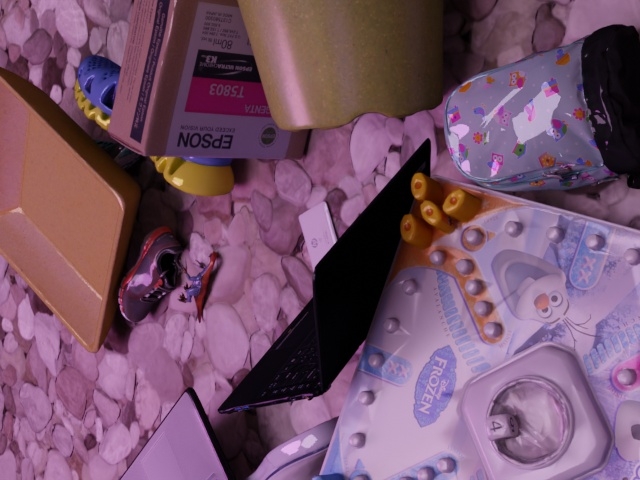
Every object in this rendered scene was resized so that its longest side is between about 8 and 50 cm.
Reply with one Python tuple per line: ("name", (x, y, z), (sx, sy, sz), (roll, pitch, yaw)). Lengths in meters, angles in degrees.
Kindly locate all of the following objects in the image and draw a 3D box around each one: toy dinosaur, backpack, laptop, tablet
("toy dinosaur", (-0.159, 0.054, 1.496), (0.082, 0.047, 0.090), (-31, 103, 34))
("backpack", (0.207, -0.113, 1.011), (0.182, 0.115, 0.152), (-13, 78, 38))
("laptop", (0.002, 0.043, 1.141), (0.264, 0.234, 0.136), (-18, 112, 46))
("tablet", (0.000, 0.000, 1.329), (0.054, 0.006, 0.083), (-29, 71, 45))
("laptop", (-0.236, 0.468, 1.388), (0.408, 0.236, 0.382), (63, 144, 20))

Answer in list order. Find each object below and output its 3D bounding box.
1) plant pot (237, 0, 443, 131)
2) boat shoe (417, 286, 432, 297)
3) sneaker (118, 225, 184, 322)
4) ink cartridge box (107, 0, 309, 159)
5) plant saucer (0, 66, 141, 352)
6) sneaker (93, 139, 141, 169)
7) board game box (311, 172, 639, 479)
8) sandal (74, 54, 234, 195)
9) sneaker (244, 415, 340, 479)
("plant pot", (0.022, -0.250, 1.130), (0.276, 0.276, 0.254), (3, 105, 47))
("boat shoe", (0.171, 0.162, 1.084), (0.116, 0.099, 0.319), (-49, 58, 37))
("sneaker", (-0.237, 0.060, 1.552), (0.065, 0.061, 0.158), (40, 121, 31))
("ink cartridge box", (-0.110, -0.196, 1.268), (0.088, 0.235, 0.193), (31, 115, 43))
("plant saucer", (-0.381, -0.052, 1.613), (0.333, 0.081, 0.332), (43, 136, 22))
("sneaker", (-0.327, -0.122, 1.621), (0.166, 0.065, 0.076), (-32, 90, 42))
("board game box", (0.185, 0.162, 0.980), (0.390, 0.050, 0.390), (19, 89, 34))
("sandal", (-0.211, -0.184, 1.474), (0.317, 0.126, 0.138), (34, 113, 32))
("sneaker", (-0.027, 0.298, 1.326), (0.091, 0.094, 0.258), (57, 139, 17))
